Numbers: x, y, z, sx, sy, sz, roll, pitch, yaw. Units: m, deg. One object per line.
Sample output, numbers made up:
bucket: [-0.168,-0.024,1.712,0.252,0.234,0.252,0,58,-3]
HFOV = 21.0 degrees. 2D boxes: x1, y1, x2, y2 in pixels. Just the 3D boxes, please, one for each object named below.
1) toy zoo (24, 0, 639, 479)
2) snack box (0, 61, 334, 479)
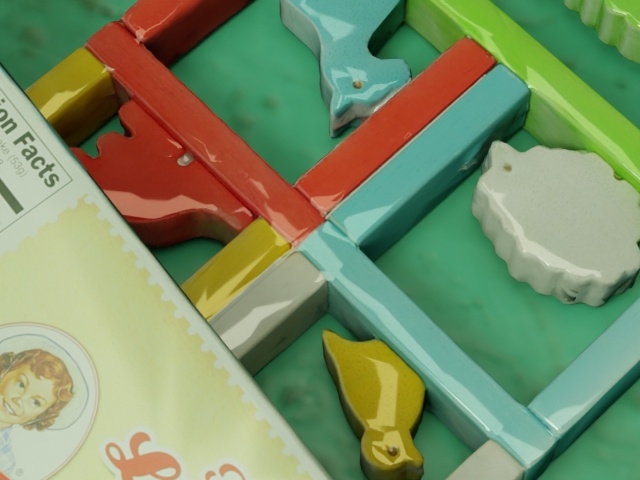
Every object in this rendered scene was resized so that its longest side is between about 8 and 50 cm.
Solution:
toy zoo: [0.000,0.000,0.521,0.293,0.030,0.192,-41,73,-15]
snack box: [-0.095,0.087,0.439,0.187,0.060,0.322,-37,73,-8]
